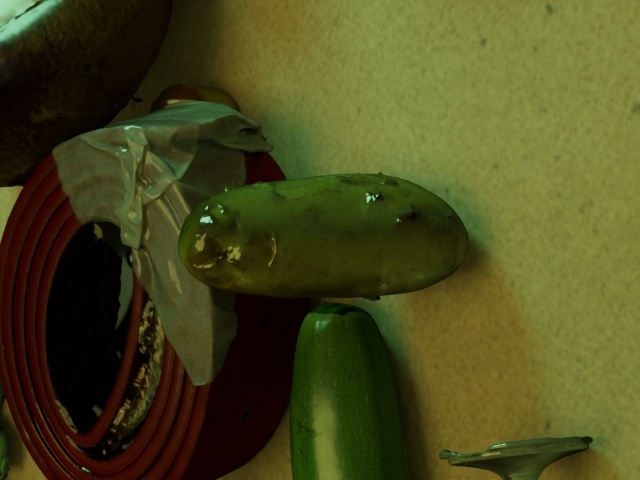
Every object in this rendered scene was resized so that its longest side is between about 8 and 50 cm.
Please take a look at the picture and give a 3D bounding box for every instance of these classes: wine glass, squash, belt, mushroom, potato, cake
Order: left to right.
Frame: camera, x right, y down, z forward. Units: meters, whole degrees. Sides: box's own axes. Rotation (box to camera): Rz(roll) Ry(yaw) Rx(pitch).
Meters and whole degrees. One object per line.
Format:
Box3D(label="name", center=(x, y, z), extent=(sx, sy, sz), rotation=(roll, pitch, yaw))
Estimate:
Box3D(label="mushroom", center=(-0.245, -0.156, 1.385), extent=(0.297, 0.163, 0.278), rotation=(-22, 53, 15))
Box3D(label="belt", center=(-0.128, 0.044, 1.321), extent=(0.227, 0.115, 0.323), rotation=(28, 121, 29))
Box3D(label="cake", center=(-0.097, -0.077, 1.368), extent=(0.084, 0.044, 0.084), rotation=(2, 92, 49))
Box3D(label="potato", center=(0.000, 0.000, 1.179), extent=(0.105, 0.188, 0.085), rotation=(-125, 34, -71))
Box3D(label="squash", center=(0.024, 0.184, 1.224), extent=(0.082, 0.082, 0.292), rotation=(-12, 84, 48))
Box3D(label="wine glass", center=(0.127, 0.212, 1.094), extent=(0.122, 0.122, 0.182), rotation=(-19, 74, 47))

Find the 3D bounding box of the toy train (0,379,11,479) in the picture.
Box3D(label="toy train", center=(-0.315, 0.134, 1.603), extent=(0.119, 0.085, 0.251), rotation=(49, 124, 53))
